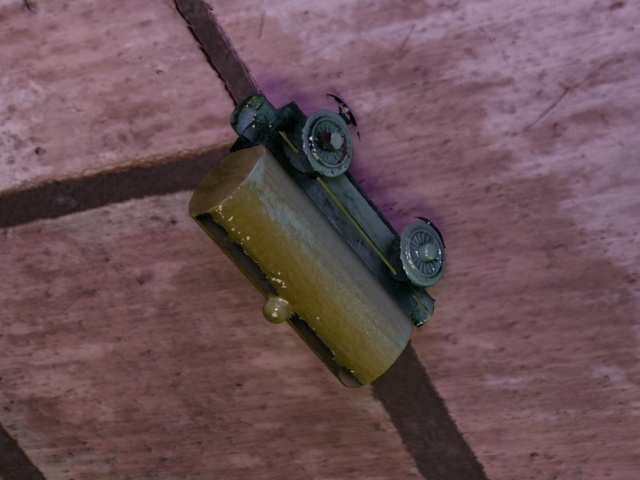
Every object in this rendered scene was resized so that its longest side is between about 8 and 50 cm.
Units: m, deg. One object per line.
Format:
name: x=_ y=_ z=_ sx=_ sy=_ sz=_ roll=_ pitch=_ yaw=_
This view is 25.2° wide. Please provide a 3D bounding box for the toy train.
toy train: x=0.005 y=0.000 z=1.401 sx=0.126 sy=0.189 sz=0.307 roll=-19 pitch=122 yaw=38
